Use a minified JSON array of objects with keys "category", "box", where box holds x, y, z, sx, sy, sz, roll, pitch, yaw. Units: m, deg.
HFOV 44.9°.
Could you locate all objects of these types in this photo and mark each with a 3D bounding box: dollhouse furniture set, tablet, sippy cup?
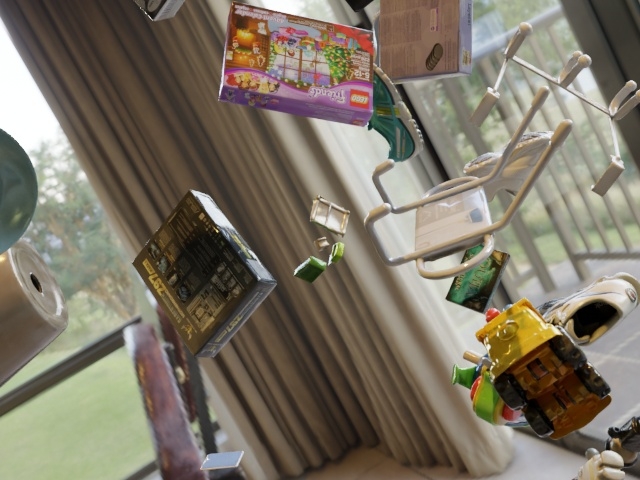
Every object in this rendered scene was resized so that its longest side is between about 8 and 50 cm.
[{"category":"dollhouse furniture set","box":[0.000,0.000,1.409,0.058,0.076,0.151,-42,28,51]},{"category":"tablet","box":[-0.206,0.462,1.621,0.083,0.006,0.054,-9,19,15]},{"category":"sippy cup","box":[0.532,0.397,2.123,0.306,0.240,0.224,-26,-14,4]}]

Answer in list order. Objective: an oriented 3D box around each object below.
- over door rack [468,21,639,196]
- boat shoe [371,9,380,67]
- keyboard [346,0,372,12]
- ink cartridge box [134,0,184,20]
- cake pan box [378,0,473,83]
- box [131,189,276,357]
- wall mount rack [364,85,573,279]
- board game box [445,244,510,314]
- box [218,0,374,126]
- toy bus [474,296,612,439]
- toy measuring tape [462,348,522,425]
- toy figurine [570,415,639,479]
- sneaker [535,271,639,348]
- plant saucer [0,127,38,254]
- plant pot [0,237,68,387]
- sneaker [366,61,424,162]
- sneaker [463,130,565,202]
[{"category":"over door rack","box":[0.400,-0.239,1.259,0.324,0.240,0.108,-57,-4,-49]},{"category":"boat shoe","box":[0.177,-0.523,2.135,0.078,0.219,0.070,-2,24,-2]},{"category":"keyboard","box":[0.051,-0.454,1.224,0.108,0.180,0.023,-35,47,15]},{"category":"ink cartridge box","box":[-0.298,-0.496,1.116,0.165,0.332,0.065,-44,-1,34]},{"category":"cake pan box","box":[0.253,-0.526,1.891,0.246,0.266,0.070,2,4,42]},{"category":"box","box":[-0.205,0.056,1.331,0.183,0.232,0.059,-49,-30,15]},{"category":"wall mount rack","box":[0.220,-0.088,1.132,0.304,0.130,0.350,-21,20,16]},{"category":"board game box","box":[0.448,0.106,2.205,0.126,0.026,0.186,20,83,34]},{"category":"box","box":[-0.042,-0.342,1.508,0.294,0.200,0.057,8,-24,-13]},{"category":"toy bus","box":[0.370,0.206,1.343,0.149,0.220,0.211,-40,29,10]},{"category":"toy measuring tape","box":[0.362,0.329,1.669,0.121,0.121,0.330,-25,-33,19]},{"category":"toy figurine","box":[0.530,0.413,1.269,0.210,0.213,0.148,-30,-26,-31]},{"category":"sneaker","box":[0.538,0.190,1.696,0.330,0.122,0.146,-45,-8,37]},{"category":"plant saucer","box":[-0.462,-0.063,0.980,0.195,0.194,0.037,-32,29,-24]},{"category":"plant pot","box":[-0.609,0.134,1.332,0.281,0.323,0.323,-29,9,-2]},{"category":"sneaker","box":[0.143,-0.310,1.824,0.110,0.275,0.107,-29,5,5]},{"category":"sneaker","box":[0.425,-0.156,1.663,0.232,0.115,0.090,-25,16,-4]}]
